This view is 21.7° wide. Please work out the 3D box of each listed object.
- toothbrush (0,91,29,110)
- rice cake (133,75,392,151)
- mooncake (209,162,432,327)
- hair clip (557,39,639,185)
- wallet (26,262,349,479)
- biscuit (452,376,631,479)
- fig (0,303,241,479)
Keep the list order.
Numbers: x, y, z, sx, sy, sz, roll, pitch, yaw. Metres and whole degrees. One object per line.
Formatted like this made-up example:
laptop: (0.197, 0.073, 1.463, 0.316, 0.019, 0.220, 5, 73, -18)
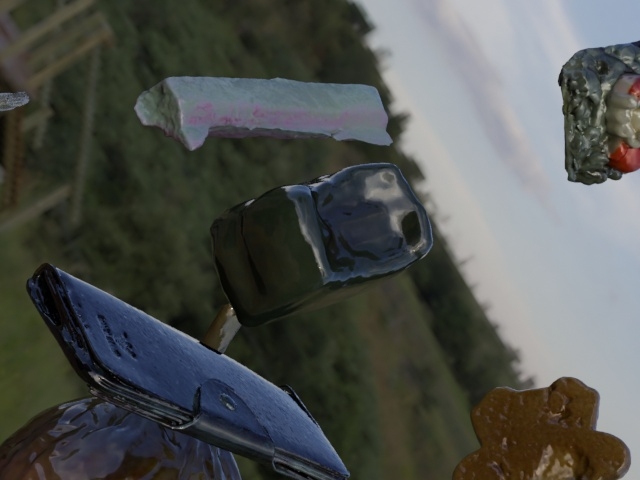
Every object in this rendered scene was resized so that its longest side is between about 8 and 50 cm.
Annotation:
toothbrush: (-0.370, -0.126, 1.615, 0.275, 0.025, 0.019, -19, 103, -63)
rice cake: (-0.042, -0.110, 1.523, 0.290, 0.051, 0.081, -4, 56, -47)
mooncake: (0.000, 0.000, 1.322, 0.175, 0.168, 0.104, -5, 78, -79)
hair clip: (0.331, -0.141, 1.571, 0.091, 0.321, 0.138, 9, -64, 35)
wallet: (-0.110, 0.127, 1.469, 0.318, 0.045, 0.172, 32, 11, -40)
biscuit: (0.225, 0.255, 1.675, 0.035, 0.184, 0.249, 60, 21, -53)
fig: (-0.160, 0.226, 1.678, 0.286, 0.369, 0.286, 36, -3, 3)
